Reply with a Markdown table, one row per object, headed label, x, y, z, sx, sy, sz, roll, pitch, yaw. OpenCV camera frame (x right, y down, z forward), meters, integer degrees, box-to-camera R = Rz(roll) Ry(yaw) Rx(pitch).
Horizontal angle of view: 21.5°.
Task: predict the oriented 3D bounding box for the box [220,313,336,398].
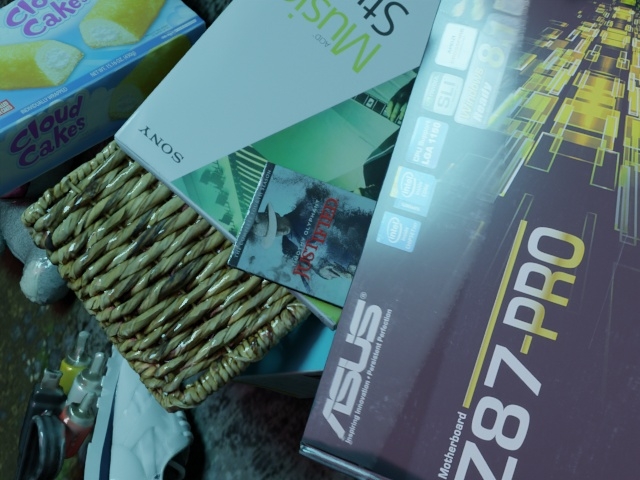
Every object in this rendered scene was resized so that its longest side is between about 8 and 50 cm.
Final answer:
| label | x | y | z | sx | sy | sz | roll | pitch | yaw |
| --- | --- | --- | --- | --- | --- | --- | --- | --- | --- |
| box | 0.031 | 0.089 | 1.393 | 0.244 | 0.100 | 0.060 | -9 | 70 | 46 |

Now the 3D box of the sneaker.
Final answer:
| label | x | y | z | sx | sy | sz | roll | pitch | yaw |
| --- | --- | --- | --- | --- | --- | --- | --- | --- | --- |
| sneaker | -0.165 | 0.175 | 1.606 | 0.090 | 0.095 | 0.235 | 90 | -177 | -51 |

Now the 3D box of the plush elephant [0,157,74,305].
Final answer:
| label | x | y | z | sx | sy | sz | roll | pitch | yaw |
| --- | --- | --- | --- | --- | --- | --- | --- | --- | --- |
| plush elephant | -0.392 | -0.130 | 1.823 | 0.330 | 0.255 | 0.272 | 35 | 104 | 48 |

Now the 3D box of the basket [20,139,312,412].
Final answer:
| label | x | y | z | sx | sy | sz | roll | pitch | yaw |
| --- | --- | --- | --- | --- | --- | --- | --- | --- | --- |
| basket | -0.068 | -0.013 | 1.451 | 0.299 | 0.213 | 0.223 | -40 | 84 | -4 |

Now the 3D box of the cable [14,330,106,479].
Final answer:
| label | x | y | z | sx | sy | sz | roll | pitch | yaw |
| --- | --- | --- | --- | --- | --- | --- | --- | --- | --- |
| cable | -0.269 | 0.235 | 1.673 | 0.139 | 0.072 | 0.287 | -102 | 25 | -56 |

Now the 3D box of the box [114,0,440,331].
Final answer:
| label | x | y | z | sx | sy | sz | roll | pitch | yaw |
| --- | --- | --- | --- | --- | --- | --- | --- | --- | --- |
| box | 0.028 | -0.124 | 1.327 | 0.232 | 0.058 | 0.322 | 40 | 87 | 6 |

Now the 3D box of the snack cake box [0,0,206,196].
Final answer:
| label | x | y | z | sx | sy | sz | roll | pitch | yaw |
| --- | --- | --- | --- | --- | --- | --- | --- | --- | --- |
| snack cake box | -0.260 | -0.169 | 1.674 | 0.152 | 0.264 | 0.089 | 43 | 153 | 30 |

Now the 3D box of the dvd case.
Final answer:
| label | x | y | z | sx | sy | sz | roll | pitch | yaw |
| --- | --- | --- | --- | --- | --- | --- | --- | --- | --- |
| dvd case | 0.000 | 0.000 | 1.277 | 0.013 | 0.119 | 0.087 | 75 | -144 | -82 |

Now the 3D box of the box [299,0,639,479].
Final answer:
| label | x | y | z | sx | sy | sz | roll | pitch | yaw |
| --- | --- | --- | --- | --- | --- | --- | --- | --- | --- |
| box | 0.191 | 0.017 | 1.171 | 0.318 | 0.097 | 0.395 | 19 | 92 | 29 |
